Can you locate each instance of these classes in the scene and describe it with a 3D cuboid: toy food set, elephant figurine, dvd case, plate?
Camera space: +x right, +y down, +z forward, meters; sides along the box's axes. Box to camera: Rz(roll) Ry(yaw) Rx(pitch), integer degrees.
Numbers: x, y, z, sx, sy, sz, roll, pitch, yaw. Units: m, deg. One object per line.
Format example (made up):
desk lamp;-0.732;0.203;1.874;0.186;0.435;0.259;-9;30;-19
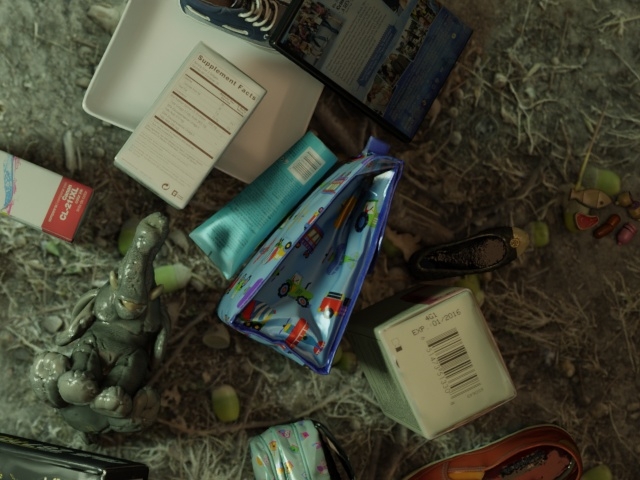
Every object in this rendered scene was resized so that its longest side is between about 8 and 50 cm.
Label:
toy food set;0.400;-0.032;1.786;0.122;0.019;0.078;2;90;-9
elephant figurine;-0.246;0.112;1.619;0.169;0.186;0.239;42;52;-40
dvd case;0.069;-0.263;1.679;0.253;0.022;0.180;33;85;-33
plate;-0.128;-0.237;1.685;0.277;0.045;0.278;23;87;-8

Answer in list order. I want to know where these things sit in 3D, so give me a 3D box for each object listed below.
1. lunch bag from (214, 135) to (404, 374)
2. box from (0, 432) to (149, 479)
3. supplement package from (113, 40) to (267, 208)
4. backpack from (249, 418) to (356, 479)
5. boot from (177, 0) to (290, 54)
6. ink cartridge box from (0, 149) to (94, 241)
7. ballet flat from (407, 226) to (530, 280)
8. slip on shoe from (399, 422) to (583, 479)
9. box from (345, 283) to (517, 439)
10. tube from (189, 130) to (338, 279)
lunch bag;0.000;0.000;1.618;0.138;0.221;0.293;29;86;-9
box;-0.370;0.433;1.537;0.318;0.097;0.395;7;89;32
supplement package;-0.162;-0.139;1.604;0.105;0.105;0.179;36;84;-8
backpack;-0.021;0.319;1.655;0.115;0.152;0.182;-13;76;-17
boot;-0.084;-0.281;1.626;0.190;0.086;0.069;12;88;-9
ink cartridge box;-0.372;-0.062;1.602;0.175;0.127;0.072;24;85;-9
ballet flat;0.201;0.021;1.738;0.173;0.049;0.057;-15;93;-9
slip on shoe;0.198;0.342;1.713;0.331;0.101;0.123;-25;96;-7
box;0.131;0.145;1.633;0.127;0.232;0.148;-25;94;-9
tube;-0.069;-0.050;1.652;0.207;0.052;0.080;-44;69;1
